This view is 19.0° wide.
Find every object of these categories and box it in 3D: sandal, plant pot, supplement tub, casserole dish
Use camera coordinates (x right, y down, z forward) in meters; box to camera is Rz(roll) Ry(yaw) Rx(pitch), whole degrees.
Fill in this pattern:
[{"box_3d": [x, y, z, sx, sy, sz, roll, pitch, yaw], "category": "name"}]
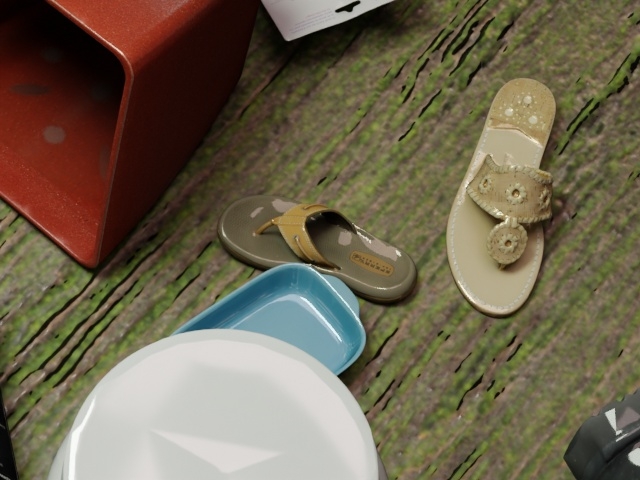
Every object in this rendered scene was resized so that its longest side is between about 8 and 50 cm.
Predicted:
[{"box_3d": [0.166, -0.056, 1.684, 0.088, 0.079, 0.240, 12, 60, 2], "category": "sandal"}, {"box_3d": [-0.194, -0.191, 1.642, 0.267, 0.267, 0.236, 38, 53, 16], "category": "plant pot"}, {"box_3d": [-0.074, 0.226, 1.360, 0.241, 0.331, 0.241, 2, 61, -4], "category": "supplement tub"}, {"box_3d": [-0.050, 0.097, 1.605, 0.188, 0.037, 0.114, -34, 69, -20], "category": "casserole dish"}, {"box_3d": [0.000, 0.000, 1.656, 0.180, 0.049, 0.072, 20, 61, 7], "category": "sandal"}]

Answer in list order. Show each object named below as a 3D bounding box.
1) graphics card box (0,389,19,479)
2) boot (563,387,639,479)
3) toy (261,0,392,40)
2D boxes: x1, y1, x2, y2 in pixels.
[{"box_3d": [-0.346, 0.204, 1.446, 0.233, 0.094, 0.371, -21, 63, 10], "category": "graphics card box"}, {"box_3d": [0.457, 0.265, 1.484, 0.367, 0.146, 0.445, -28, 62, -8], "category": "boot"}, {"box_3d": [-0.021, -0.279, 1.809, 0.137, 0.056, 0.237, -23, 60, -12], "category": "toy"}]
